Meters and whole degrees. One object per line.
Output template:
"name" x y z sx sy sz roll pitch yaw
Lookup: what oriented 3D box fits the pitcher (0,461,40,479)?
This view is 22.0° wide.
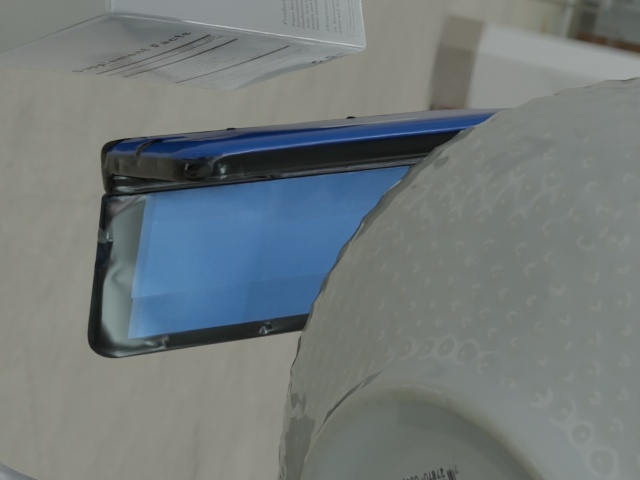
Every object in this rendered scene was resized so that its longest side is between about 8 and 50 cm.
"pitcher" -0.234 0.174 1.044 0.178 0.207 0.125 -34 -174 9

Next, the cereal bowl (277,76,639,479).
"cereal bowl" 0.091 0.114 0.551 0.141 0.339 0.339 -10 120 -36

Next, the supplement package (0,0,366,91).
"supplement package" -0.128 -0.237 1.375 0.293 0.175 0.177 2 80 -48

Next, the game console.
"game console" 0.000 0.000 1.180 0.250 0.293 0.173 9 -74 64
